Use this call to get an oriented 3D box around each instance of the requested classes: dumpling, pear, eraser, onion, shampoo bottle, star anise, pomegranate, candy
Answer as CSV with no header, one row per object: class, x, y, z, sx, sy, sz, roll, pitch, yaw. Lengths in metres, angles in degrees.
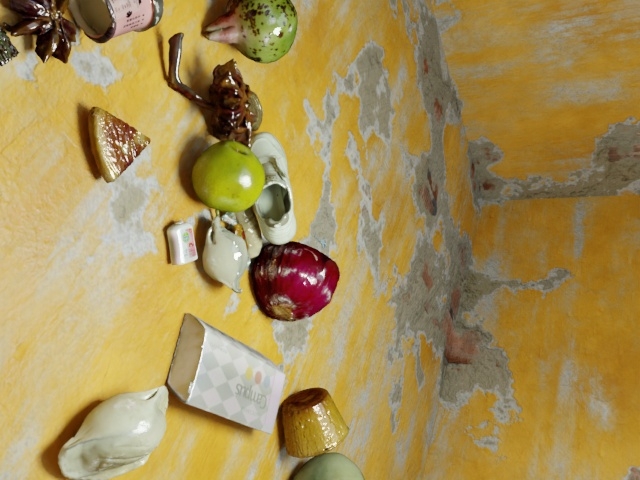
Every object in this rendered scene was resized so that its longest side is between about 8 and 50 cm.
dumpling,-0.400,0.402,1.262,0.252,0.131,0.180,-30,140,-49
pear,-0.236,-0.137,1.552,0.180,0.216,0.166,3,45,-38
eraser,-0.225,0.351,1.618,0.397,0.082,0.213,44,52,-53
onion,-0.069,0.102,1.787,0.207,0.206,0.216,58,40,-44
shampoo bottle,-0.325,0.002,1.482,0.072,0.043,0.099,-23,110,-60
star anise,-0.500,-0.402,1.153,0.167,0.057,0.168,0,90,-61
pomegranate,-0.186,-0.556,1.633,0.247,0.214,0.215,-22,114,-19
star anise,-0.251,-0.361,1.541,0.346,0.148,0.238,50,25,-46
candy,-0.224,-0.007,1.673,0.053,0.046,0.182,-54,140,-53
dumpling,-0.237,0.035,1.598,0.155,0.111,0.181,-173,-87,-86

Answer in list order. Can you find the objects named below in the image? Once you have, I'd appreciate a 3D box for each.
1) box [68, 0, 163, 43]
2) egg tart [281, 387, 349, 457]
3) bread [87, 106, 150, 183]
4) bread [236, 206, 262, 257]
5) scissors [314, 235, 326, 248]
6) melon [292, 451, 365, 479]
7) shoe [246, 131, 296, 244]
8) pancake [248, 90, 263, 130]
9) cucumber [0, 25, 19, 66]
box,-0.407,-0.469,1.240,0.135,0.151,0.151,-49,132,-41
egg tart,-0.026,0.536,1.884,0.202,0.202,0.147,-33,109,-58
bread,-0.423,-0.181,1.294,0.154,0.054,0.136,25,66,-53
bread,-0.197,-0.052,1.714,0.073,0.053,0.215,-53,134,-54
scissors,0.000,0.000,2.129,0.083,0.006,0.036,38,55,-55
melon,0.016,0.789,1.884,0.308,0.271,0.272,-101,169,-52
shoe,-0.135,-0.153,1.664,0.159,0.124,0.317,93,-17,-81
pancake,-0.192,-0.365,1.775,0.115,0.011,0.115,-2,92,-63
cucumber,-0.602,-0.414,0.937,0.360,0.096,0.096,62,38,-36
